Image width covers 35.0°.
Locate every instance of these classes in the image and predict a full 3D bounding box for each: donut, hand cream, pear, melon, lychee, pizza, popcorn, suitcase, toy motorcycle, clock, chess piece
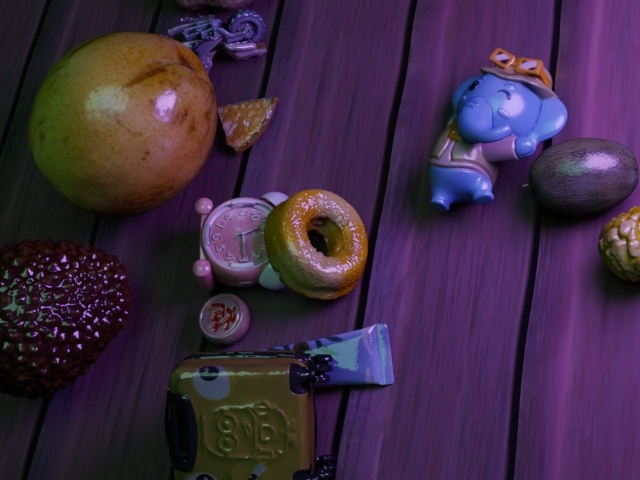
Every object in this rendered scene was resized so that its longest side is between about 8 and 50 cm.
[{"bbox_3d":[0.000,0.000,1.556,0.162,0.065,0.178,-14,69,-25],"label":"donut"},{"bbox_3d":[-0.028,0.185,1.525,0.271,0.058,0.091,-8,76,10],"label":"hand cream"},{"bbox_3d":[-0.316,-0.187,1.646,0.314,0.314,0.314,-7,64,15],"label":"pear"},{"bbox_3d":[0.379,-0.093,1.488,0.167,0.114,0.114,-9,64,14],"label":"melon"},{"bbox_3d":[-0.422,0.108,1.591,0.271,0.271,0.271,-7,64,15],"label":"lychee"},{"bbox_3d":[-0.134,-0.211,1.756,0.108,0.026,0.123,32,81,30],"label":"pizza"},{"bbox_3d":[0.450,0.007,1.422,0.116,0.120,0.106,-21,95,15],"label":"popcorn"},{"bbox_3d":[-0.099,0.252,1.441,0.234,0.143,0.194,-1,96,4],"label":"suitcase"},{"bbox_3d":[-0.203,-0.328,1.792,0.229,0.130,0.094,-17,40,-6],"label":"toy motorcycle"},{"bbox_3d":[-0.114,0.006,1.620,0.162,0.093,0.166,-4,63,6],"label":"clock"},{"bbox_3d":[-0.151,0.125,1.599,0.083,0.038,0.084,-6,66,14],"label":"chess piece"}]

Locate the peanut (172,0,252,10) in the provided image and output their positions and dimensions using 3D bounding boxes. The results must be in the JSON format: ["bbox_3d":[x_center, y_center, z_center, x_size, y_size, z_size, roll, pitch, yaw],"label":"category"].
[{"bbox_3d":[-0.180,-0.480,1.842,0.224,0.129,0.129,-1,66,28],"label":"peanut"}]

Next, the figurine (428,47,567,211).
[{"bbox_3d":[0.265,-0.161,1.535,0.180,0.154,0.262,-13,50,61],"label":"figurine"}]
